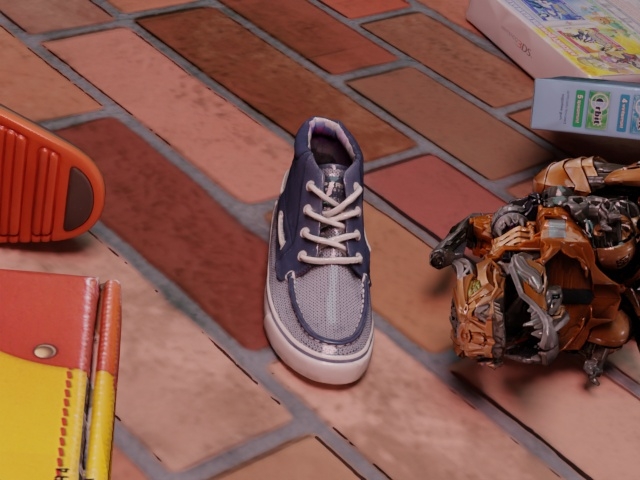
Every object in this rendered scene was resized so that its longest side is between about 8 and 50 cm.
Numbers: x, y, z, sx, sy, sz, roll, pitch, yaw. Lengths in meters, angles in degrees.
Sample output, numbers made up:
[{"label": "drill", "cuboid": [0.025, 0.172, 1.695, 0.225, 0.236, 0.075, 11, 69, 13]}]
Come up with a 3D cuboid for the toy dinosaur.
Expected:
[{"label": "toy dinosaur", "cuboid": [0.197, -0.006, 0.822, 0.218, 0.164, 0.322, 11, 46, 26]}]

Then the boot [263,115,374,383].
[{"label": "boot", "cuboid": [0.000, 0.000, 0.792, 0.069, 0.086, 0.190, 4, 34, -13]}]

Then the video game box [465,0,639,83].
[{"label": "video game box", "cuboid": [0.268, -0.187, 1.200, 0.187, 0.048, 0.205, -4, 36, -26]}]

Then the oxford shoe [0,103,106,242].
[{"label": "oxford shoe", "cuboid": [-0.255, -0.075, 0.822, 0.271, 0.097, 0.098, 19, 25, 8]}]

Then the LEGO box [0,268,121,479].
[{"label": "LEGO box", "cuboid": [-0.247, 0.208, 0.297, 0.372, 0.193, 0.500, 6, 33, -10]}]

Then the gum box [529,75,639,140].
[{"label": "gum box", "cuboid": [0.265, -0.098, 0.971, 0.184, 0.041, 0.157, 7, 10, 17]}]
